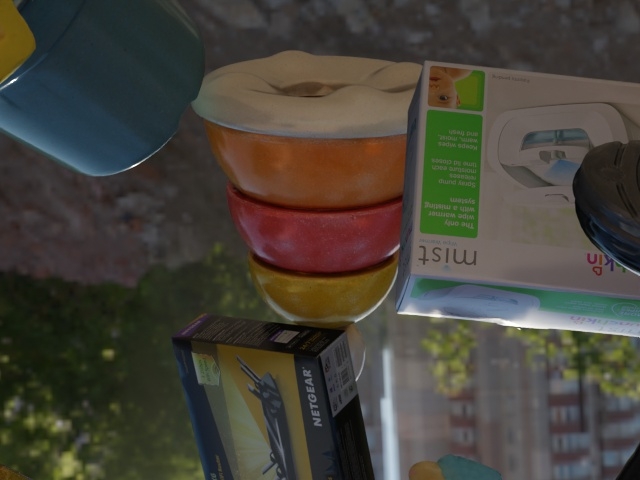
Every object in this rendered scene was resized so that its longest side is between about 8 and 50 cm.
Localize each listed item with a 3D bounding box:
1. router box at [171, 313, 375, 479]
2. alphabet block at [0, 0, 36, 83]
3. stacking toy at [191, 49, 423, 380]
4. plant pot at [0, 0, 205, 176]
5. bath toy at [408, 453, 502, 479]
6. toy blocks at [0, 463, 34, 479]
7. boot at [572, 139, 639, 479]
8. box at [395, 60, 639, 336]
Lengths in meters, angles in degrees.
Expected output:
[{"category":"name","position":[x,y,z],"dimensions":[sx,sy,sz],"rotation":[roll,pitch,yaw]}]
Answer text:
[{"category":"router box","position":[-0.058,0.261,1.968],"dimensions":[0.243,0.308,0.081],"rotation":[4,-153,34]},{"category":"alphabet block","position":[-0.384,-0.165,1.147],"dimensions":[0.197,0.193,0.192],"rotation":[-16,-153,30]},{"category":"stacking toy","position":[0.000,0.000,1.961],"dimensions":[0.351,0.479,0.350],"rotation":[1,-162,0]},{"category":"plant pot","position":[-0.332,-0.258,1.718],"dimensions":[0.341,0.341,0.334],"rotation":[-3,155,32]},{"category":"bath toy","position":[0.164,0.445,2.004],"dimensions":[0.151,0.348,0.129],"rotation":[15,-133,14]},{"category":"toy blocks","position":[-0.445,0.309,1.783],"dimensions":[0.261,0.190,0.381],"rotation":[22,166,23]},{"category":"boot","position":[0.326,0.149,1.298],"dimensions":[0.367,0.445,0.146],"rotation":[16,-142,-7]},{"category":"box","position":[0.214,-0.037,1.425],"dimensions":[0.262,0.231,0.127],"rotation":[7,158,-2]}]
